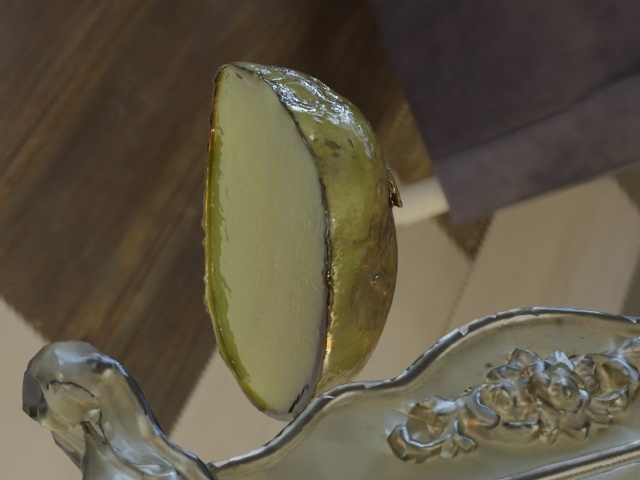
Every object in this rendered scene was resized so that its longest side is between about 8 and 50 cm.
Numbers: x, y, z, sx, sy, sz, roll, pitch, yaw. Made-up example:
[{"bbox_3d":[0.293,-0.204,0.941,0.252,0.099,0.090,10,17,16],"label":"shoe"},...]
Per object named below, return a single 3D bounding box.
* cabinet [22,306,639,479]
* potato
[{"bbox_3d":[0.096,0.179,0.451,0.290,0.227,0.318,-11,49,-26],"label":"cabinet"},{"bbox_3d":[0.000,0.000,1.188,0.111,0.160,0.271,-18,127,-31],"label":"potato"}]
